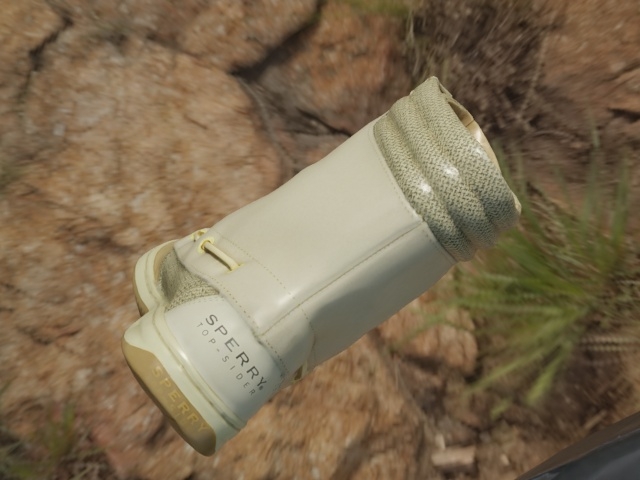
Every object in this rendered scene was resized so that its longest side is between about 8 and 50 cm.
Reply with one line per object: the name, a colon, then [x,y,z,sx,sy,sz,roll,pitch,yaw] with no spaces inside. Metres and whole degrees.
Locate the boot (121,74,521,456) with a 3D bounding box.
boot: [0.000,0.000,0.769,0.203,0.262,0.095,-37,97,3]

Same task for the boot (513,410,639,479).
boot: [0.212,0.249,0.760,0.445,0.146,0.367,-26,112,2]
